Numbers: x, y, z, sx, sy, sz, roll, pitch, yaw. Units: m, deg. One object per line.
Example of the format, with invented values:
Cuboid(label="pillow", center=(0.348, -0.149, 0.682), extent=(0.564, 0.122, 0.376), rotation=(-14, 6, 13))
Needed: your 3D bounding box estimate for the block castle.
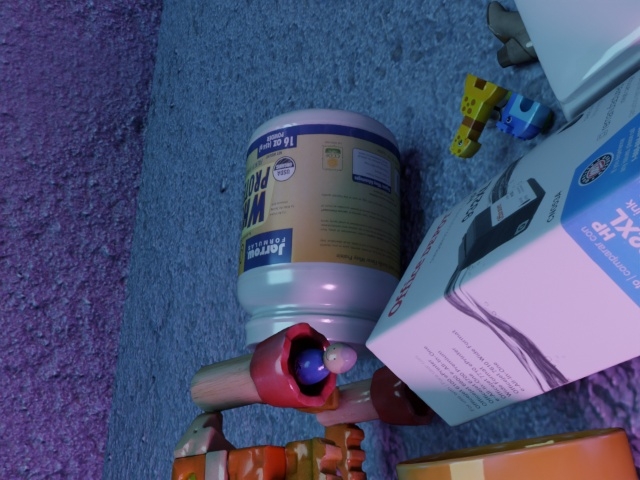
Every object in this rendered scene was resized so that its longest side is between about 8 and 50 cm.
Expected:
Cuboid(label="block castle", center=(0.025, 0.331, 0.696), extent=(0.212, 0.303, 0.454), rotation=(-21, 60, 35))

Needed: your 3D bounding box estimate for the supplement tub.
Cuboid(label="supplement tub", center=(0.000, 0.000, 0.953), extent=(0.228, 0.228, 0.317), rotation=(-24, 59, 54))

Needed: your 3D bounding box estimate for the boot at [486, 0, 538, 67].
Cuboid(label="boot", center=(0.252, -0.269, 0.824), extent=(0.087, 0.042, 0.119), rotation=(-30, 55, 44))

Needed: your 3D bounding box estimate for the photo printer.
Cuboid(label="photo printer", center=(0.307, -0.297, 0.659), extent=(0.256, 0.107, 0.308), rotation=(-38, 48, 40))

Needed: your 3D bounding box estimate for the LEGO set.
Cuboid(label="LEGO set", center=(0.211, -0.127, 0.787), extent=(0.093, 0.087, 0.227), rotation=(-66, 31, 17))

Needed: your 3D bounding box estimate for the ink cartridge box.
Cuboid(label="ink cartridge box", center=(0.209, 0.008, 0.599), extent=(0.307, 0.129, 0.223), rotation=(-41, 9, 45))

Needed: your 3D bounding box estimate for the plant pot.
Cuboid(label="plant pot", center=(0.183, 0.275, 0.584), extent=(0.205, 0.205, 0.188), rotation=(-31, 63, 51))
